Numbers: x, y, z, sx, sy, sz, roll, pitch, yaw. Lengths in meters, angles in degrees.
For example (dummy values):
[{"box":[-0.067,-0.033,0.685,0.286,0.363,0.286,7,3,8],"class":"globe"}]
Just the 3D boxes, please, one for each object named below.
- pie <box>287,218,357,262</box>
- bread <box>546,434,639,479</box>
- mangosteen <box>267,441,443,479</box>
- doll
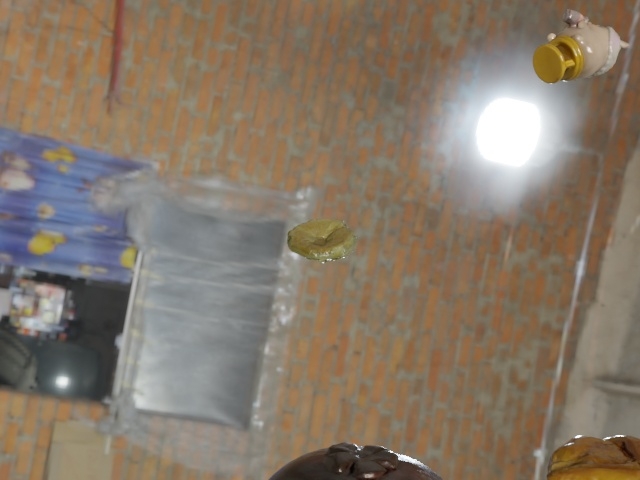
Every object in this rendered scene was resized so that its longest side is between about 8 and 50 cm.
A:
[{"box":[0.000,0.000,1.090,0.084,0.084,0.020,-107,-168,-61],"class":"pie"},{"box":[0.386,0.292,1.015,0.132,0.294,0.166,9,80,-67],"class":"bread"},{"box":[0.030,0.267,0.785,0.210,0.210,0.209,-169,-90,-75],"class":"mangosteen"},{"box":[0.304,-0.230,1.122,0.073,0.127,0.084,-3,-72,59],"class":"doll"}]
